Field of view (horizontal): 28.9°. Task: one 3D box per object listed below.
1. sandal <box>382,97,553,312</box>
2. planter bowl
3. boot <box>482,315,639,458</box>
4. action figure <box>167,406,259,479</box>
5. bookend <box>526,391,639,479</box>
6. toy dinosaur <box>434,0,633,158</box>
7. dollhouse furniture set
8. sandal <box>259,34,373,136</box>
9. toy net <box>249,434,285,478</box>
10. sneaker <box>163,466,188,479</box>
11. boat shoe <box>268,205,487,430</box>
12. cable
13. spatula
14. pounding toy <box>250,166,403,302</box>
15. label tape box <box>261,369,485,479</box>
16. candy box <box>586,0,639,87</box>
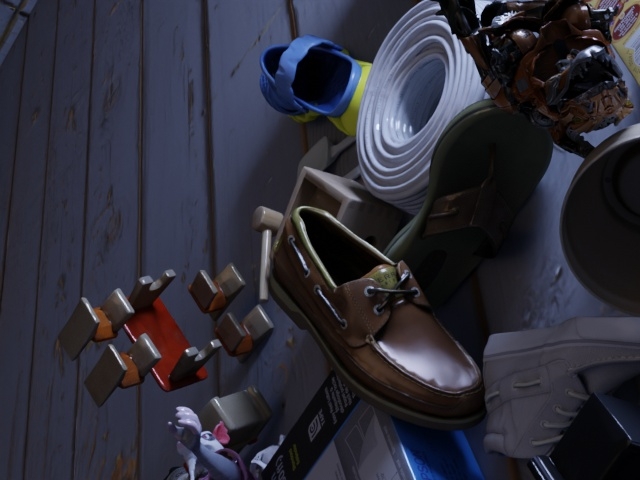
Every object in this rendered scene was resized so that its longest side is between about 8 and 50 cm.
[{"bbox_3d":[0.152,-0.015,1.279,0.086,0.120,0.303,-101,30,-51],"label":"sandal"},{"bbox_3d":[0.281,-0.032,1.026,0.162,0.162,0.109,-55,5,28],"label":"planter bowl"},{"bbox_3d":[0.228,0.137,1.084,0.258,0.095,0.123,155,122,-65],"label":"boot"},{"bbox_3d":[-0.102,0.352,1.365,0.248,0.276,0.370,-49,27,36],"label":"action figure"},{"bbox_3d":[0.266,0.146,0.918,0.157,0.156,0.072,-60,29,19],"label":"bookend"},{"bbox_3d":[0.177,-0.181,1.113,0.322,0.164,0.218,14,129,62],"label":"toy dinosaur"},{"bbox_3d":[-0.188,0.175,1.658,0.259,0.262,0.135,55,130,20],"label":"dollhouse furniture set"},{"bbox_3d":[-0.023,-0.230,1.694,0.126,0.138,0.317,-67,23,-1],"label":"sandal"},{"bbox_3d":[-0.078,0.349,1.504,0.122,0.045,0.232,118,160,-77],"label":"toy net"},{"bbox_3d":[-0.221,0.393,1.764,0.170,0.063,0.075,-62,29,6],"label":"sneaker"},{"bbox_3d":[0.052,0.073,1.259,0.307,0.111,0.104,36,130,36],"label":"boat shoe"},{"bbox_3d":[0.137,-0.153,1.412,0.257,0.089,0.257,35,104,62],"label":"cable"},{"bbox_3d":[0.035,-0.086,1.637,0.242,0.019,0.168,-36,43,48],"label":"spatula"},{"bbox_3d":[-0.006,0.007,1.563,0.206,0.094,0.181,38,110,56],"label":"pounding toy"},{"bbox_3d":[0.026,0.305,1.316,0.333,0.106,0.240,-57,30,25],"label":"label tape box"},{"bbox_3d":[0.304,-0.184,1.103,0.053,0.109,0.186,-55,32,28],"label":"candy box"}]
